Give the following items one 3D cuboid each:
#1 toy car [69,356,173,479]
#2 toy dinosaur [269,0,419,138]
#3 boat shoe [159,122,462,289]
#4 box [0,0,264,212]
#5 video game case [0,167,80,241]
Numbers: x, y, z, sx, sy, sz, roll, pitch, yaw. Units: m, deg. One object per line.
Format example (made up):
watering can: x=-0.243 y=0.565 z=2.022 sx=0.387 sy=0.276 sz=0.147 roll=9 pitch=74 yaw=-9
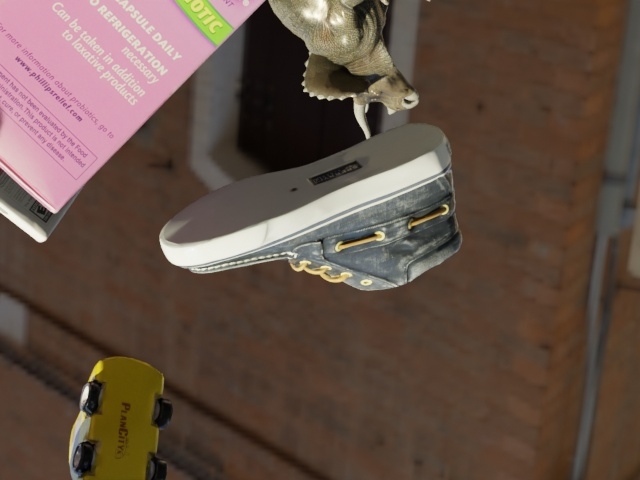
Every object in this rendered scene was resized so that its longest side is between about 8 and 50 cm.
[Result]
toy car: x=-0.131 y=0.223 z=1.060 sx=0.239 sy=0.225 sz=0.053 roll=-49 pitch=-173 yaw=-34
toy dinosaur: x=-0.002 y=-0.248 z=1.519 sx=0.160 sy=0.313 sz=0.121 roll=-30 pitch=-174 yaw=38
boat shoe: x=0.000 y=0.000 z=0.972 sx=0.183 sy=0.083 sz=0.065 roll=-20 pitch=-150 yaw=-8
box: x=-0.146 y=-0.162 z=1.043 sx=0.117 sy=0.243 sz=0.213 roll=45 pitch=176 yaw=-24
video game case: x=-0.317 y=-0.129 z=1.737 sx=0.023 sy=0.183 sz=0.201 roll=-23 pitch=-149 yaw=57
